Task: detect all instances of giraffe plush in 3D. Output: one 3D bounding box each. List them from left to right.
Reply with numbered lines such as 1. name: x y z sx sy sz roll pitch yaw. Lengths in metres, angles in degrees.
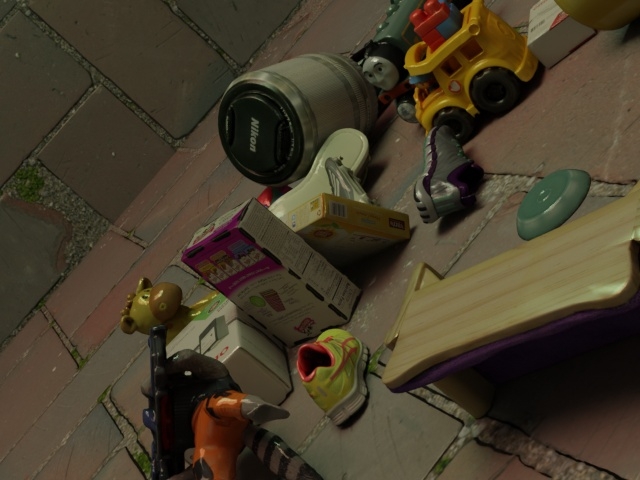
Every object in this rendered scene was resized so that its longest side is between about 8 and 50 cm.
1. giraffe plush: -0.276 0.143 2.200 0.210 0.170 0.181 -45 18 7

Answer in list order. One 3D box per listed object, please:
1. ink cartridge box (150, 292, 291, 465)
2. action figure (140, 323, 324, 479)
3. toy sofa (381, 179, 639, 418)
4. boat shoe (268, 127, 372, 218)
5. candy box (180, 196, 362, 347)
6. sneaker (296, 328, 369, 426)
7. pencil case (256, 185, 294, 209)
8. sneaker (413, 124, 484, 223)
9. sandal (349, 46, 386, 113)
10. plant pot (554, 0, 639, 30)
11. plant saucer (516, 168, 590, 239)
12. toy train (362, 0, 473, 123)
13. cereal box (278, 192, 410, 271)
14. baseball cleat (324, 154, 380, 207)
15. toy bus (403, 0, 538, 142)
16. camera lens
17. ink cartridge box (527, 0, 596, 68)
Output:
1. ink cartridge box: -0.161 0.210 1.879 0.198 0.115 0.273 -45 18 9
2. action figure: -0.139 0.292 1.598 0.330 0.178 0.341 -143 52 -62
3. toy sofa: 0.236 0.076 1.182 0.362 0.150 0.177 -29 30 45
4. boat shoe: -0.009 -0.062 2.137 0.305 0.109 0.091 -53 -22 -17
5. candy box: -0.075 0.053 1.817 0.159 0.233 0.071 -27 28 46
6. sneaker: 0.010 0.163 1.616 0.081 0.094 0.208 -46 16 11
7. pencil case: -0.115 -0.008 2.280 0.236 0.104 0.104 -49 17 -10
8. sneaker: 0.208 -0.106 1.799 0.098 0.083 0.224 -12 34 22
9. sandal: 0.132 -0.376 2.460 0.446 0.107 0.167 -47 17 2
10. plant pot: 0.442 -0.426 1.664 0.254 0.254 0.239 -59 5 -33
11. plant saucer: 0.294 -0.052 1.530 0.119 0.021 0.119 -42 19 18
12. toy train: 0.190 -0.365 2.165 0.142 0.190 0.334 -26 28 51
13. cereal box: 0.000 0.000 1.869 0.240 0.173 0.047 -26 59 47
14. baseball cleat: 0.033 -0.067 2.023 0.109 0.072 0.206 -46 35 9
15. toy bus: 0.210 -0.289 1.925 0.220 0.211 0.149 -38 21 31
16. camera lens: -0.044 -0.235 2.264 0.219 0.219 0.274 -32 -2 41
17. ink cartridge box: 0.386 -0.350 1.894 0.099 0.056 0.135 -36 21 32
